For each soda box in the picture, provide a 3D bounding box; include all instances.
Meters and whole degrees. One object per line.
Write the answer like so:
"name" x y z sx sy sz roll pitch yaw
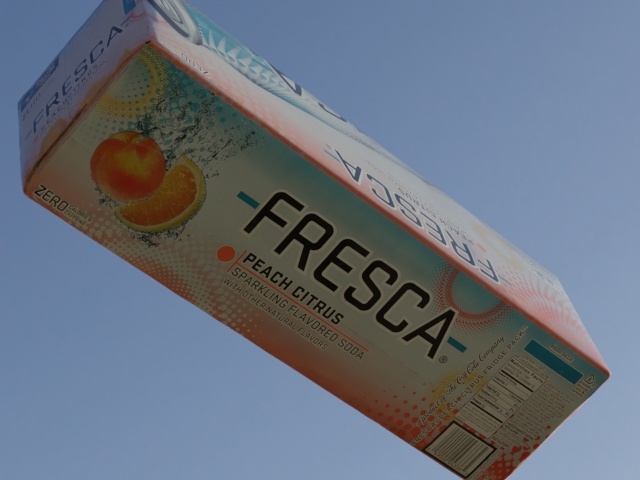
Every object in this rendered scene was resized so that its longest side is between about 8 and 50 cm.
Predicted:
"soda box" 0.000 0.000 0.518 0.183 0.063 0.058 35 -73 -26
